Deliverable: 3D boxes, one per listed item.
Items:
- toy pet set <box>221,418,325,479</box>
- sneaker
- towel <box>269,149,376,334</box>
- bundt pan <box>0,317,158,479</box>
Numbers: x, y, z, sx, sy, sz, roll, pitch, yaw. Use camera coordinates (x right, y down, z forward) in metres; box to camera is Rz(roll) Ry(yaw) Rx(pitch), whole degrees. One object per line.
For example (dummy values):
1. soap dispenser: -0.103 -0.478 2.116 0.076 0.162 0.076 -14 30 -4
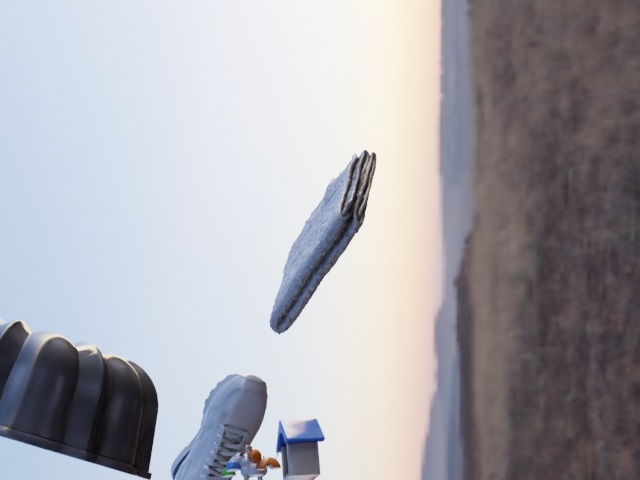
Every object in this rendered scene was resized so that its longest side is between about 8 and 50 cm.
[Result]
1. toy pet set: -0.054 0.221 1.295 0.122 0.114 0.065 122 145 -65
2. sneaker: -0.134 0.286 1.666 0.095 0.090 0.235 -97 30 -61
3. towel: 0.000 0.000 1.871 0.282 0.049 0.187 -57 10 38
4. bundt pan: -0.329 0.163 1.356 0.331 0.331 0.124 69 -144 -75
